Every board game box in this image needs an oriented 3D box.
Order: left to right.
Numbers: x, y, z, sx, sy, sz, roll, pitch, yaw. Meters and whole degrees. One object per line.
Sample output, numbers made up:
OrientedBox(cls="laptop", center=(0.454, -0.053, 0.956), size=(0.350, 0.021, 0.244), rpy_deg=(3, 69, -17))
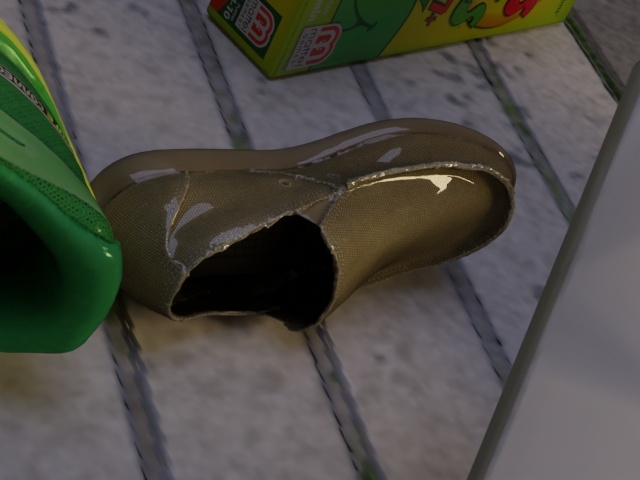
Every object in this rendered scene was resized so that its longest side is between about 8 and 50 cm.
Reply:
OrientedBox(cls="board game box", center=(0.049, -0.124, 0.634), size=(0.181, 0.092, 0.043), rpy_deg=(-16, 54, -43))

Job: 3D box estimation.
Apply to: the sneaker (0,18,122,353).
OrientedBox(cls="sneaker", center=(-0.162, 0.003, 0.333), size=(0.295, 0.109, 0.123), rpy_deg=(-16, 50, -44))

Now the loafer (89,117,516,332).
OrientedBox(cls="loafer", center=(0.000, 0.000, 0.489), size=(0.148, 0.056, 0.050), rpy_deg=(-9, 49, -26))

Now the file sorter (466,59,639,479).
OrientedBox(cls="file sorter", center=(0.179, 0.090, 0.318), size=(0.278, 0.193, 0.173), rpy_deg=(24, -7, -5))
